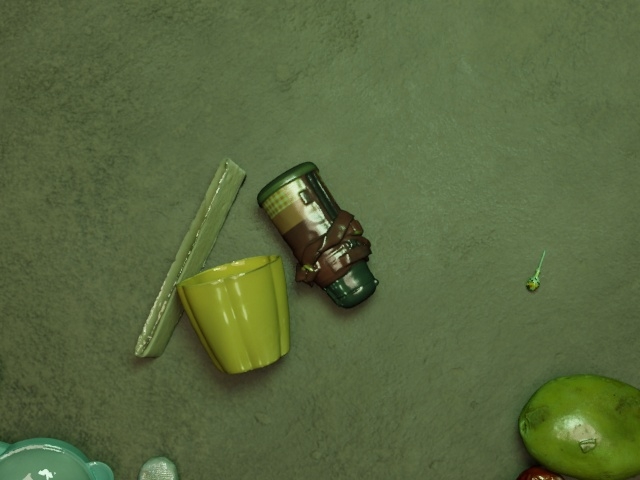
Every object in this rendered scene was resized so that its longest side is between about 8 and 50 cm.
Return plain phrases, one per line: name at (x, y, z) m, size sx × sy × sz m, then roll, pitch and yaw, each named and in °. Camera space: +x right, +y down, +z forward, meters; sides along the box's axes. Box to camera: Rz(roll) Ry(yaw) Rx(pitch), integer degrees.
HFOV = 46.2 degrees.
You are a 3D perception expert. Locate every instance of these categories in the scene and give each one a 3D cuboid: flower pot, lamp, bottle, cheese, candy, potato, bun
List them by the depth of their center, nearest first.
potato at (0.478, 0.328, 1.316) m, size 0.253 × 0.148 × 0.186 m, roll -6°, pitch 83°, yaw -7°
lamp at (-0.531, 0.450, 1.340) m, size 0.284 × 0.147 × 0.209 m, roll 21°, pitch 88°, yaw 4°
flower pot at (-0.143, 0.135, 1.349) m, size 0.195 × 0.195 × 0.179 m, roll -14°, pitch 97°, yaw 0°
bottle at (0.000, 0.000, 1.369) m, size 0.156 × 0.143 × 0.271 m, roll -32°, pitch 86°, yaw -1°
bun at (-0.298, 0.440, 1.384) m, size 0.083 × 0.045 × 0.083 m, roll 0°, pitch 88°, yaw 2°
cheese at (-0.243, 0.035, 1.402) m, size 0.034 × 0.085 × 0.400 m, roll 22°, pitch 86°, yaw 21°
candy at (0.409, 0.056, 1.413) m, size 0.023 × 0.025 × 0.083 m, roll 11°, pitch 70°, yaw 36°

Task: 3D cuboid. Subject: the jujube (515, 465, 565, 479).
jujube at (0.370, 0.485, 1.326) m, size 0.109 × 0.112 × 0.176 m, roll 24°, pitch 83°, yaw 17°
